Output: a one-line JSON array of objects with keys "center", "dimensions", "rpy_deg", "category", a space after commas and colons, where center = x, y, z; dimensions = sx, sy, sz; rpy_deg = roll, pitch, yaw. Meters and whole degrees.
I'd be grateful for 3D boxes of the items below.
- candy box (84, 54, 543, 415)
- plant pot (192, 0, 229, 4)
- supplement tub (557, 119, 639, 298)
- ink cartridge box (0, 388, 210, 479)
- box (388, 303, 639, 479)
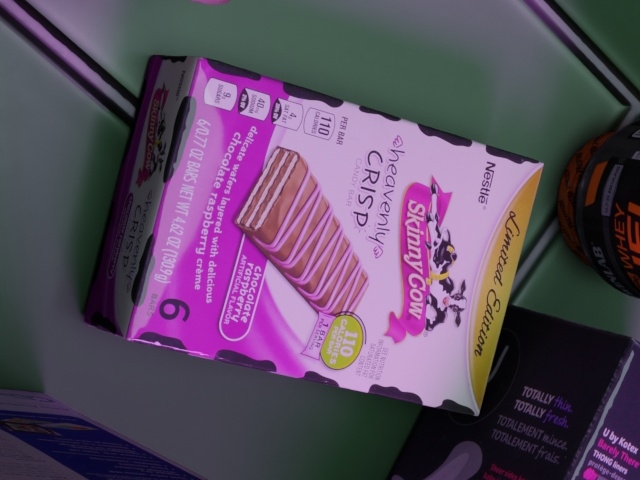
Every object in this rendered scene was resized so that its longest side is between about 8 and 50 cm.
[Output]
[{"center": [0.000, 0.000, 1.007], "dimensions": [0.233, 0.071, 0.159], "rpy_deg": [14, 90, -29], "category": "candy box"}, {"center": [-0.067, -0.275, 0.826], "dimensions": [0.323, 0.323, 0.280], "rpy_deg": [18, 105, -29], "category": "plant pot"}, {"center": [0.233, -0.014, 1.059], "dimensions": [0.117, 0.190, 0.117], "rpy_deg": [-4, 98, -27], "category": "supplement tub"}, {"center": [-0.148, 0.116, 0.796], "dimensions": [0.165, 0.333, 0.065], "rpy_deg": [9, 90, -28], "category": "ink cartridge box"}, {"center": [0.127, 0.192, 1.047], "dimensions": [0.143, 0.165, 0.270], "rpy_deg": [31, 83, -27], "category": "box"}]
